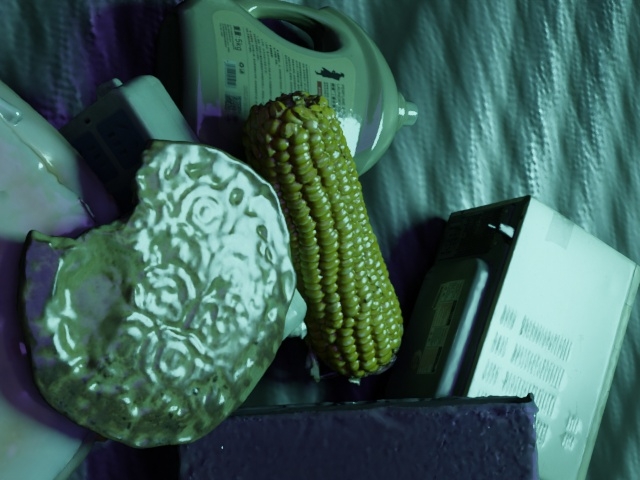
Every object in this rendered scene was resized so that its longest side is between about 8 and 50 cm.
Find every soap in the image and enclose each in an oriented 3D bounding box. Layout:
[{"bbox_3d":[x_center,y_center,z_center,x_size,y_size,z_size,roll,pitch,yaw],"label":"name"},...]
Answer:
[{"bbox_3d":[0.040,0.272,0.792,0.296,0.107,0.286,-6,86,13],"label":"soap"}]

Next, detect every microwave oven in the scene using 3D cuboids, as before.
[{"bbox_3d":[0.178,0.102,0.955,0.194,0.145,0.241,28,71,-20],"label":"microwave oven"}]

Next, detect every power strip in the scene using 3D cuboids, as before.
[{"bbox_3d":[-0.116,-0.011,0.821,0.270,0.118,0.046,57,43,-11],"label":"power strip"}]

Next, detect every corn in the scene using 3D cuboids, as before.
[{"bbox_3d":[0.000,0.000,0.847,0.106,0.106,0.293,-37,127,-27],"label":"corn"}]

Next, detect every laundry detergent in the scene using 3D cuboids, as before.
[{"bbox_3d":[-0.021,-0.133,0.905,0.253,0.091,0.181,1,82,-28],"label":"laundry detergent"}]

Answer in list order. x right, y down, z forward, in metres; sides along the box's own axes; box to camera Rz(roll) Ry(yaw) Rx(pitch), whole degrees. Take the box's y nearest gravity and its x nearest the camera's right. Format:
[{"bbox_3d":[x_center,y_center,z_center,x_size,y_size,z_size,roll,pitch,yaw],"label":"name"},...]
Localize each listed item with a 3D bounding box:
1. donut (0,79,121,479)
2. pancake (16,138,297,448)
[{"bbox_3d":[-0.319,0.050,0.674,0.382,0.142,0.383,2,86,-33],"label":"donut"},{"bbox_3d":[-0.109,0.040,0.715,0.235,0.029,0.212,-37,111,-30],"label":"pancake"}]
